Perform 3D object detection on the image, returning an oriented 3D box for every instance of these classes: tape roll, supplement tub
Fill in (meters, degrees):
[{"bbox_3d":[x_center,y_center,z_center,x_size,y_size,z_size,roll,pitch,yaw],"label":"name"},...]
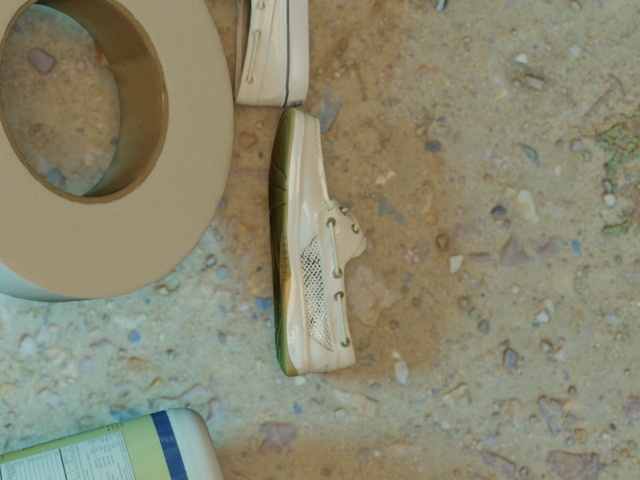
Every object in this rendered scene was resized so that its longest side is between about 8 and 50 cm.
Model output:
[{"bbox_3d":[-0.243,-0.135,1.566,0.392,0.072,0.392,7,80,-46],"label":"tape roll"},{"bbox_3d":[-0.241,0.305,1.600,0.316,0.228,0.228,-15,93,-9],"label":"supplement tub"}]

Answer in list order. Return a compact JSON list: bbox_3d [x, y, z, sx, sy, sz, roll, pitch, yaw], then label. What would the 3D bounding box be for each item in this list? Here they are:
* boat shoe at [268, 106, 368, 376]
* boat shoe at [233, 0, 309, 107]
[{"bbox_3d":[0.000,0.000,1.708,0.096,0.098,0.277,-3,100,-10],"label":"boat shoe"},{"bbox_3d":[-0.060,-0.264,1.693,0.084,0.095,0.258,-4,90,-14],"label":"boat shoe"}]
